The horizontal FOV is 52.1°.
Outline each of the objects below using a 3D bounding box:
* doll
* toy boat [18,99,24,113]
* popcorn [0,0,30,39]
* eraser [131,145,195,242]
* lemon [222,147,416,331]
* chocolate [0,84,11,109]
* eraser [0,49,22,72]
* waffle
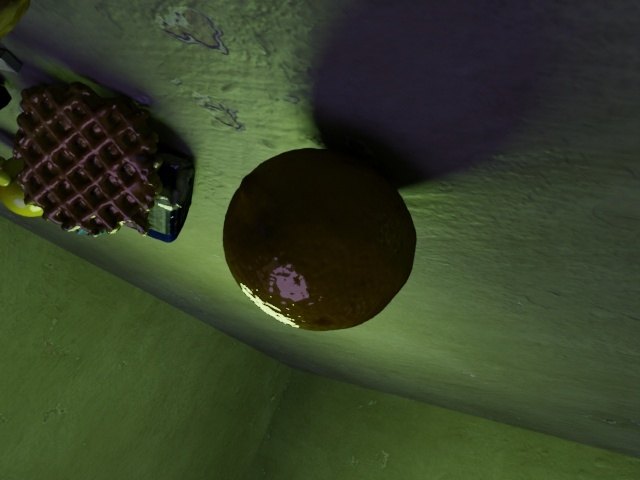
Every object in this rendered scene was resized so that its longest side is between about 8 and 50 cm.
[{"bbox_3d":[-0.634,-0.118,1.529,0.363,0.145,0.199,31,-157,-51],"label":"doll"},{"bbox_3d":[-0.452,-0.151,1.158,0.141,0.140,0.269,26,149,-5],"label":"toy boat"},{"bbox_3d":[-0.320,-0.275,0.386,0.349,0.349,0.382,32,136,-23],"label":"popcorn"},{"bbox_3d":[-0.317,-0.087,1.216,0.155,0.101,0.332,25,164,-6],"label":"eraser"},{"bbox_3d":[-0.007,-0.002,0.826,0.254,0.228,0.228,17,170,-34],"label":"lemon"},{"bbox_3d":[-0.614,-0.260,1.116,0.149,0.125,0.080,-18,141,8],"label":"chocolate"},{"bbox_3d":[-0.507,-0.283,1.017,0.083,0.019,0.038,17,163,24],"label":"eraser"},{"bbox_3d":[-0.364,-0.119,1.016,0.245,0.254,0.052,15,-153,4],"label":"waffle"}]
